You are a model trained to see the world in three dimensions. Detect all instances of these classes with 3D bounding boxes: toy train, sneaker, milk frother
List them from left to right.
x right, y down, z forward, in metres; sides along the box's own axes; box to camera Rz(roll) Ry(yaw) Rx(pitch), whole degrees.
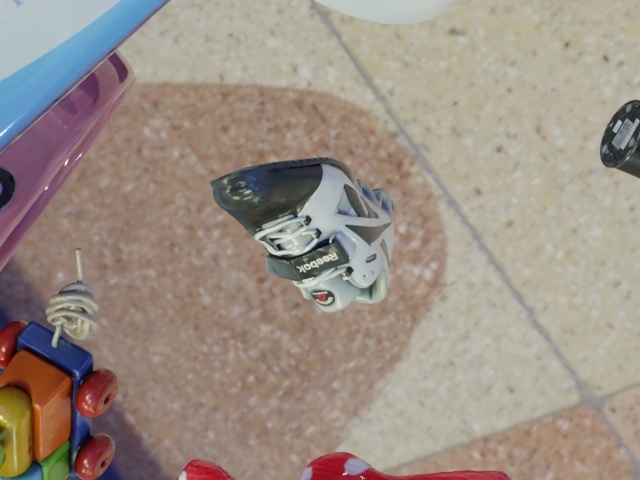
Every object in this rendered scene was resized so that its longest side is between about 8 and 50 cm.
[{"bbox_3d":[-0.237,0.129,1.042,0.105,0.143,0.248,27,137,15],"label":"toy train"},{"bbox_3d":[0.000,0.000,1.475,0.123,0.330,0.146,-14,74,28],"label":"sneaker"},{"bbox_3d":[0.408,-0.094,1.500,0.135,0.143,0.129,21,126,-18],"label":"milk frother"}]

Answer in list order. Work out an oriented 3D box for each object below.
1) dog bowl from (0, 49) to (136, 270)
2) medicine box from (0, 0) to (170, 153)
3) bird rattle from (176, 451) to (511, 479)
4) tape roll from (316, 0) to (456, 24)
[{"bbox_3d":[-0.302,-0.039,1.056,0.150,0.408,0.408,36,139,-8],"label":"dog bowl"},{"bbox_3d":[-0.211,-0.155,0.476,0.263,0.289,0.149,-39,47,15],"label":"medicine box"},{"bbox_3d":[-0.007,0.198,0.470,0.207,0.143,0.253,-25,96,38],"label":"bird rattle"},{"bbox_3d":[0.062,-0.383,1.521,0.286,0.286,0.100,45,142,7],"label":"tape roll"}]
